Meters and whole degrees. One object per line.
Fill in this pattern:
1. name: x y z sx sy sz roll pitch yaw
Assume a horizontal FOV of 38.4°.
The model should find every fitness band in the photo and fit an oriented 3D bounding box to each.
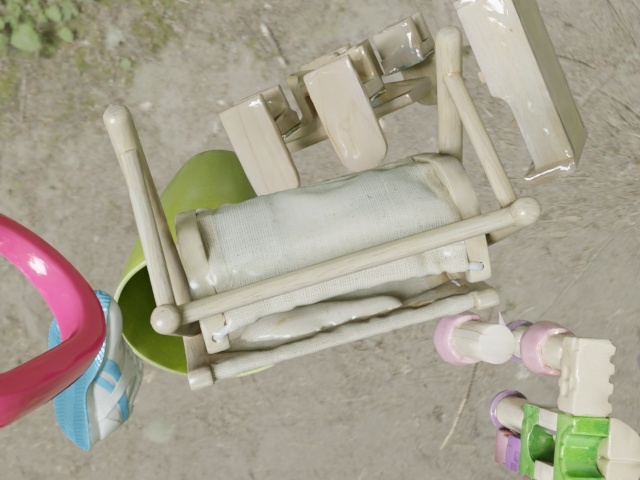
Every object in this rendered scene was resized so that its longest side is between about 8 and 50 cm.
1. fitness band: -0.291 0.055 0.744 0.209 0.291 0.054 42 106 4

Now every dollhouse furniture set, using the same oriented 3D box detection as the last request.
1. dollhouse furniture set: 0.135 -0.173 1.290 0.394 0.362 0.257 -19 103 27

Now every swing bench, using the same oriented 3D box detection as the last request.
1. swing bench: 0.000 0.000 0.698 0.253 0.255 0.165 -16 67 -5

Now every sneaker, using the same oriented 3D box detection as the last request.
1. sneaker: -0.263 0.143 1.098 0.087 0.092 0.229 33 130 23

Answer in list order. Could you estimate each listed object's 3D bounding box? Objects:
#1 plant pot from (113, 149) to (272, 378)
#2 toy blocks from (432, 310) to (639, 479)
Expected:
1. plant pot: -0.157 0.007 1.377 0.274 0.275 0.294 -30 38 22
2. toy blocks: 0.269 0.233 1.089 0.308 0.260 0.289 5 86 -10
